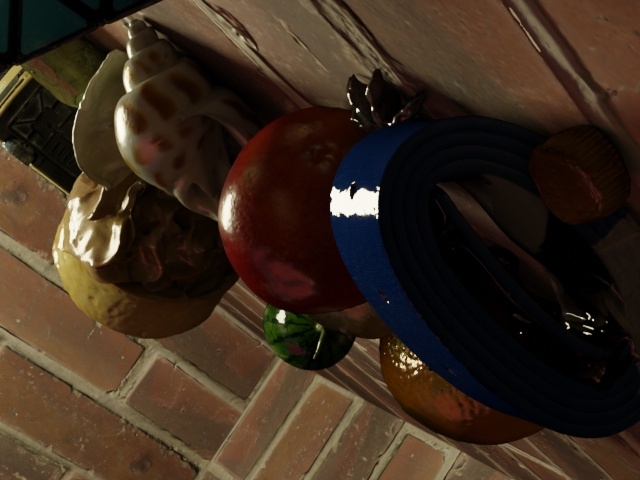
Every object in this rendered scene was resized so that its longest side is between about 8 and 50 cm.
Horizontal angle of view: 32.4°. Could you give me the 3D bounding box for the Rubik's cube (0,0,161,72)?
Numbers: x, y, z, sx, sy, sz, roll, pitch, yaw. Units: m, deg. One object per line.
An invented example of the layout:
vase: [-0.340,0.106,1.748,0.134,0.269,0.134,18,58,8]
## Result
Rubik's cube: [-0.312,-0.294,1.183,0.228,0.228,0.233,-3,-120,-39]

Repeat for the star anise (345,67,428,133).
star anise: [0.076,-0.115,1.088,0.141,0.042,0.141,34,169,8]

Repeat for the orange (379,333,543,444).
orange: [0.237,0.228,1.804,0.334,0.196,0.262,13,171,44]

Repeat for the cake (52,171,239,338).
cake: [-0.254,-0.042,1.811,0.332,0.332,0.321,35,139,-2]

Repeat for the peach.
peach: [0.007,-0.023,1.180,0.243,0.243,0.199,33,139,8]

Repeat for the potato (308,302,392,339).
potato: [0.015,0.057,1.750,0.296,0.141,0.192,31,166,31]

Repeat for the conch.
conch: [-0.170,-0.147,1.402,0.275,0.182,0.149,55,-160,-33]

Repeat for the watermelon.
watermelon: [-0.018,0.163,2.170,0.188,0.188,0.214,35,170,-6]

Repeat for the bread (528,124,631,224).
bread: [0.216,-0.056,0.899,0.085,0.053,0.085,44,157,23]

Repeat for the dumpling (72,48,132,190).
dumpling: [-0.275,-0.162,1.539,0.131,0.179,0.252,36,171,13]

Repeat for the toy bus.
toy bus: [-0.476,-0.187,2.048,0.202,0.177,0.365,32,172,41]

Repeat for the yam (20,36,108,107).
yam: [-0.353,-0.246,1.632,0.259,0.106,0.106,41,167,-26]

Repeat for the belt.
belt: [0.168,0.029,0.990,0.347,0.212,0.117,42,166,-18]

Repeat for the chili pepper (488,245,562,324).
chili pepper: [0.225,0.083,1.370,0.264,0.116,0.148,34,-179,5]
